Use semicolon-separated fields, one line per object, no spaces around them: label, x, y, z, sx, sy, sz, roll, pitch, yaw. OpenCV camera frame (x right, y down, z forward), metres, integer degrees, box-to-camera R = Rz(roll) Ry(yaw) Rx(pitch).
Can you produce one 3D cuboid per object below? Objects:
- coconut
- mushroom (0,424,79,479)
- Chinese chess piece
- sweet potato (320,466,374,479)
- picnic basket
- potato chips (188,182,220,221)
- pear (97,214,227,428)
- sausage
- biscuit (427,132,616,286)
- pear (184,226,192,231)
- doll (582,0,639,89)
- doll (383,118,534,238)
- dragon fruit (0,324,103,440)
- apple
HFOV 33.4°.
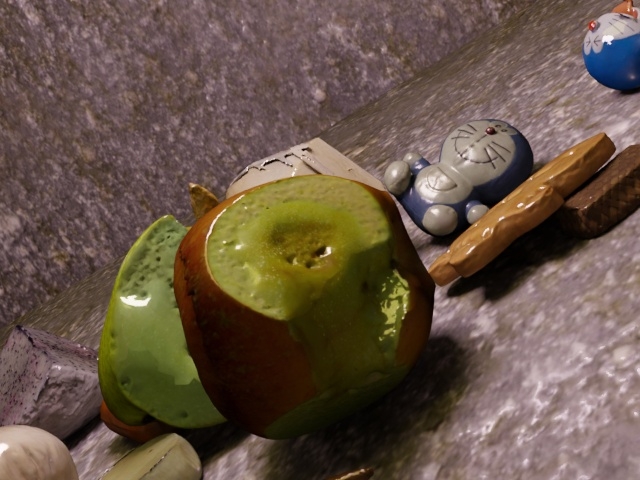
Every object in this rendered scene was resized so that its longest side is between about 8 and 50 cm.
coconut;-0.029;-0.035;1.936;0.323;0.323;0.323;-32;14;9
mushroom;-0.433;0.411;1.431;0.315;0.315;0.356;-38;12;-16
Chinese chess piece;-0.268;0.375;1.618;0.188;0.083;0.188;-34;11;8
sweet potato;-0.048;0.328;1.310;0.281;0.059;0.067;-19;-1;42
picnic basket;0.438;-0.079;1.588;0.193;0.055;0.110;-39;15;-13
potato chips;-0.200;0.090;1.928;0.080;0.407;0.057;-4;17;-21
pear;-0.221;0.176;1.755;0.318;0.342;0.238;-49;-2;-13
sausage;-0.323;0.310;1.918;0.105;0.105;0.274;-40;15;-24
biscuit;0.316;-0.056;1.665;0.355;0.052;0.275;-39;1;-13
pear;-0.268;0.113;2.132;0.283;0.284;0.283;-32;14;9
doll;0.622;-0.396;2.030;0.257;0.161;0.215;-36;29;-15
doll;0.263;-0.116;1.921;0.258;0.154;0.228;-42;47;-4
dragon fruit;-0.560;0.326;2.238;0.283;0.204;0.221;22;84;55
apple;-0.015;0.085;1.457;0.374;0.374;0.384;-34;8;2
